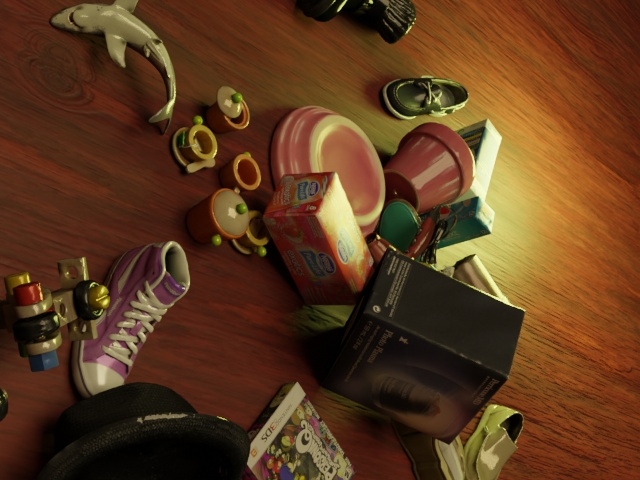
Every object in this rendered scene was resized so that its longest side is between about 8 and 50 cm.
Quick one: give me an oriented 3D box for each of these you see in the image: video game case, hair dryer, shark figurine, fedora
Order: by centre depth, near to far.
[{"bbox_3d":[-0.278,0.315,1.382,0.334,0.334,0.152,22,26,-43],"label":"fedora"},{"bbox_3d":[-0.328,-0.339,1.664,0.166,0.116,0.278,-46,106,-12],"label":"shark figurine"},{"bbox_3d":[-0.046,0.419,1.728,0.232,0.041,0.210,58,42,-15],"label":"video game case"},{"bbox_3d":[0.195,0.029,2.010,0.293,0.080,0.224,5,78,-46],"label":"hair dryer"}]

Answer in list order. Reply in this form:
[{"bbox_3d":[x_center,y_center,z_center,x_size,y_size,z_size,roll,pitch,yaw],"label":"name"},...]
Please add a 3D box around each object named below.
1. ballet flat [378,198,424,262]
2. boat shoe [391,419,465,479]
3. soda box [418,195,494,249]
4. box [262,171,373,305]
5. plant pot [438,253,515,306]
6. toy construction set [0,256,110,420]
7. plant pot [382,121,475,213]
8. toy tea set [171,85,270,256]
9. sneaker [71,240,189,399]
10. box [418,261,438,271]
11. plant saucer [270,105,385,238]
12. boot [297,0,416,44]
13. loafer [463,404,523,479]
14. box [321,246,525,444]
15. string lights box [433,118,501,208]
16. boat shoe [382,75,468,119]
[{"bbox_3d":[0.217,0.072,2.135,0.124,0.116,0.343,-10,83,-71],"label":"ballet flat"},{"bbox_3d":[0.239,0.421,2.016,0.103,0.113,0.302,-33,111,-51],"label":"boat shoe"},{"bbox_3d":[0.301,-0.034,2.179,0.071,0.210,0.067,42,47,-32],"label":"soda box"},{"bbox_3d":[0.000,0.000,1.830,0.257,0.122,0.128,66,35,-38],"label":"box"},{"bbox_3d":[0.360,0.132,2.235,0.167,0.167,0.165,-30,91,-50],"label":"plant pot"},{"bbox_3d":[-0.447,0.072,1.298,0.309,0.257,0.237,57,23,-1],"label":"toy construction set"},{"bbox_3d":[0.235,-0.152,2.178,0.180,0.201,0.201,-38,105,-35],"label":"plant pot"},{"bbox_3d":[-0.166,-0.136,1.743,0.200,0.124,0.336,-3,78,-50],"label":"toy tea set"},{"bbox_3d":[-0.294,0.119,1.467,0.102,0.161,0.282,37,51,-37],"label":"sneaker"},{"bbox_3d":[0.210,0.087,1.879,0.179,0.105,0.043,36,71,-43],"label":"box"},{"bbox_3d":[0.034,-0.143,2.013,0.332,0.084,0.332,23,59,-43],"label":"plant saucer"},{"bbox_3d":[0.102,-0.563,2.222,0.260,0.131,0.348,50,43,-24],"label":"boot"},{"bbox_3d":[0.412,0.489,2.193,0.102,0.092,0.268,53,42,-21],"label":"loafer"},{"bbox_3d":[0.195,0.214,1.804,0.294,0.296,0.183,24,50,0],"label":"box"},{"bbox_3d":[0.373,-0.187,2.385,0.077,0.133,0.260,47,44,-27],"label":"string lights box"},{"bbox_3d":[0.274,-0.376,2.378,0.302,0.091,0.114,-16,87,-51],"label":"boat shoe"}]
